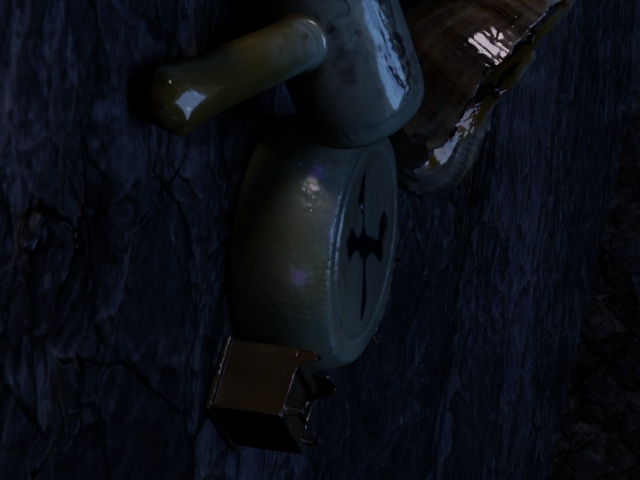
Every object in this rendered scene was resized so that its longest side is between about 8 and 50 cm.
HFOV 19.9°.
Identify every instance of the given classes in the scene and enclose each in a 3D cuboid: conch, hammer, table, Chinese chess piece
[{"bbox_3d":[0.103,-0.162,1.715,0.291,0.159,0.210,-55,165,10],"label":"conch"},{"bbox_3d":[-0.038,-0.139,1.394,0.305,0.113,0.202,-35,106,-51],"label":"hammer"},{"bbox_3d":[-0.040,0.132,1.527,0.083,0.082,0.070,67,33,-56],"label":"table"},{"bbox_3d":[0.000,0.000,1.592,0.238,0.092,0.238,6,90,-73],"label":"Chinese chess piece"}]
